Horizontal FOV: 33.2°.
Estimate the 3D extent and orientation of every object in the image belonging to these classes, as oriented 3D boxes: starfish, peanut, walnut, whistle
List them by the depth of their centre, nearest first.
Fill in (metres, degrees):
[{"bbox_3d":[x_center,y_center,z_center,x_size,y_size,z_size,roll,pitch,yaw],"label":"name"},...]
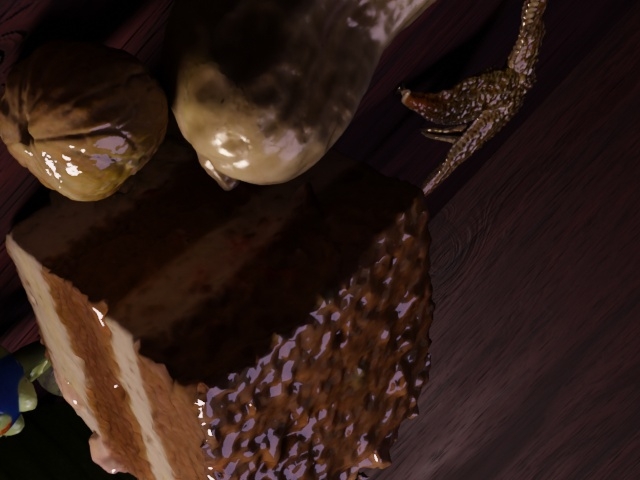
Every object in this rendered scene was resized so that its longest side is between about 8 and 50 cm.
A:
[{"bbox_3d":[-0.147,-0.078,0.682,0.105,0.105,0.124,-49,171,20],"label":"walnut"},{"bbox_3d":[-0.012,-0.175,0.758,0.291,0.159,0.143,-55,147,-11],"label":"peanut"},{"bbox_3d":[-0.309,0.143,0.946,0.105,0.085,0.227,-55,168,30],"label":"whistle"},{"bbox_3d":[0.243,-0.237,1.702,0.384,0.132,0.398,-36,164,-27],"label":"starfish"}]

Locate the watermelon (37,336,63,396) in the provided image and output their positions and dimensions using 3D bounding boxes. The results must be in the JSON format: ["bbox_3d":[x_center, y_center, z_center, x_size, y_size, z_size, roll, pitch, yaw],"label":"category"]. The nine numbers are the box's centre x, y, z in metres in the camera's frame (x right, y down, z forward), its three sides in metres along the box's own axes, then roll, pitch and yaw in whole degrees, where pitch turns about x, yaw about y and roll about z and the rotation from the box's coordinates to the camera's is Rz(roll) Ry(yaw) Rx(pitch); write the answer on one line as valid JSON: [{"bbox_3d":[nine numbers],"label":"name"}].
[{"bbox_3d":[-0.256,0.117,1.107,0.078,0.078,0.110,-37,168,-43],"label":"watermelon"}]

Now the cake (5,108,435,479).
[{"bbox_3d":[-0.080,0.061,0.878,0.256,0.290,0.282,-39,143,-31],"label":"cake"}]

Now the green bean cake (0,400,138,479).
[{"bbox_3d":[-0.374,0.365,1.214,0.319,0.218,0.335,-49,172,15],"label":"green bean cake"}]
